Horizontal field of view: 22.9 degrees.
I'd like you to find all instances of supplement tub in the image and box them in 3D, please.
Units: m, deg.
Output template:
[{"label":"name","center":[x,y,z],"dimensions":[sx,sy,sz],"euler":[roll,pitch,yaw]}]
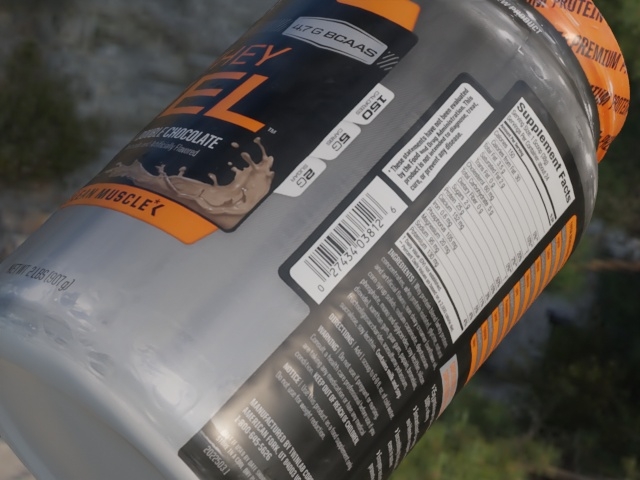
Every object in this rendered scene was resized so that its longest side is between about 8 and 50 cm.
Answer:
[{"label":"supplement tub","center":[0.000,0.000,0.799],"dimensions":[0.207,0.207,0.338],"euler":[24,57,32]}]
